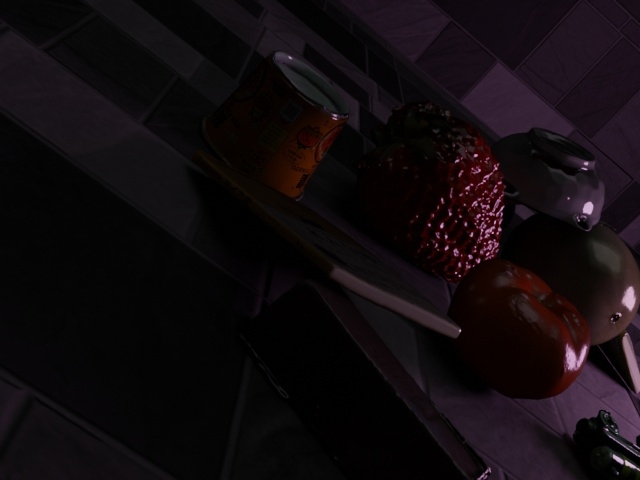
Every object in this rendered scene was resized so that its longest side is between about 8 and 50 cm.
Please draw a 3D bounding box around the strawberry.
[{"bbox_3d":[0.233,-0.089,1.643,0.351,0.267,0.312,53,33,-22],"label":"strawberry"}]

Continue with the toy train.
[{"bbox_3d":[0.517,0.378,1.464,0.200,0.083,0.132,31,26,-24],"label":"toy train"}]

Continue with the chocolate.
[{"bbox_3d":[0.049,0.178,0.974,0.321,0.112,0.112,50,20,19],"label":"chocolate"}]

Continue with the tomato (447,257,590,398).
[{"bbox_3d":[0.314,0.146,1.415,0.260,0.180,0.260,35,19,-14],"label":"tomato"}]

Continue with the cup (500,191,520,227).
[{"bbox_3d":[0.369,-0.064,1.899,0.255,0.178,0.256,26,13,21],"label":"cup"}]

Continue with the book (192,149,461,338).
[{"bbox_3d":[0.000,0.000,1.195,0.269,0.032,0.389,27,8,-42],"label":"book"}]

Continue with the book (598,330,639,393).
[{"bbox_3d":[0.649,0.172,2.035,0.239,0.035,0.352,58,6,-43],"label":"book"}]

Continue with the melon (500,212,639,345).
[{"bbox_3d":[0.526,0.069,1.830,0.268,0.268,0.330,27,18,-35],"label":"melon"}]

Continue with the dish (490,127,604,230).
[{"bbox_3d":[0.469,-0.146,1.752,0.303,0.120,0.303,20,24,-9],"label":"dish"}]

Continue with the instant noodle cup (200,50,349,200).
[{"bbox_3d":[-0.065,-0.196,1.422,0.215,0.172,0.216,34,22,-16],"label":"instant noodle cup"}]
